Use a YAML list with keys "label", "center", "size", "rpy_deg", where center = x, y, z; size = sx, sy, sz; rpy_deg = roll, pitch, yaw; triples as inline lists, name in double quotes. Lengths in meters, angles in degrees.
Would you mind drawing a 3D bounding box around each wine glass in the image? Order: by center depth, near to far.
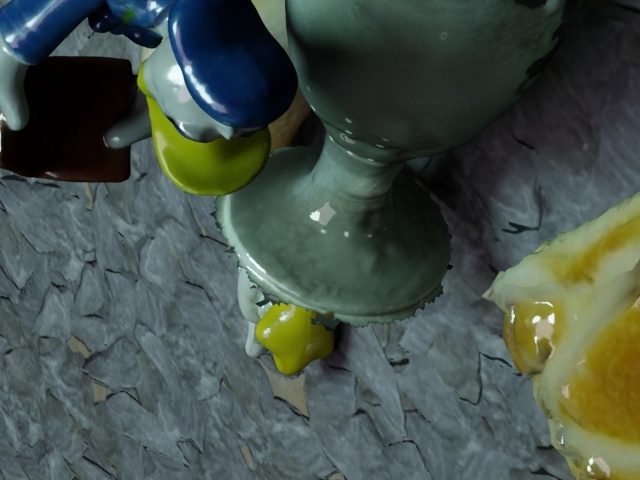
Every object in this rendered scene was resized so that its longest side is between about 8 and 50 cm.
- label: "wine glass"
  center: [0.052, -0.119, 1.043]
  size: [0.190, 0.190, 0.357]
  rpy_deg: [46, 137, 23]

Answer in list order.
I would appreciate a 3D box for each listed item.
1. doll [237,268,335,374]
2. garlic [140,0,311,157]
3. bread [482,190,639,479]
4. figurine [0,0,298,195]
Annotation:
- label: "doll"
  center: [-0.040, 0.057, 1.351]
  size: [0.113, 0.071, 0.135]
  rpy_deg: [59, 147, 21]
- label: "garlic"
  center: [-0.045, -0.140, 1.216]
  size: [0.164, 0.145, 0.245]
  rpy_deg: [32, 140, -10]
- label: "bread"
  center: [0.327, 0.085, 0.761]
  size: [0.390, 0.279, 0.371]
  rpy_deg: [-32, 82, 54]
- label: "figurine"
  center: [-0.117, -0.142, 0.984]
  size: [0.283, 0.205, 0.338]
  rpy_deg: [-55, 37, 13]
